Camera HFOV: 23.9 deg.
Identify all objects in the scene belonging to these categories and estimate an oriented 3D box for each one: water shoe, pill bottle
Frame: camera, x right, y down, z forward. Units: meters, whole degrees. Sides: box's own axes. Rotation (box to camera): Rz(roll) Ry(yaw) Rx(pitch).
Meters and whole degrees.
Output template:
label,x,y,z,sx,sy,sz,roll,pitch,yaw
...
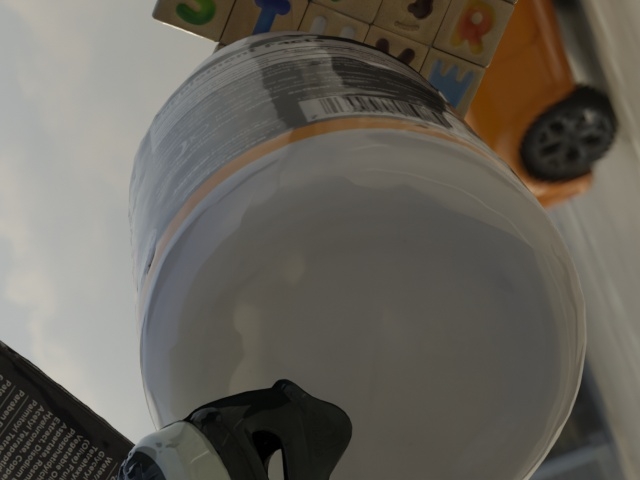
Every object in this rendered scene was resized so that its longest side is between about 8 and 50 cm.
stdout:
label,x,y,z,sx,sy,sz,roll,pitch,yaw
water shoe,0.003,0.144,0.483,0.073,0.080,0.203,12,123,59
pill bottle,0.000,0.000,0.647,0.278,0.162,0.162,-114,0,-70

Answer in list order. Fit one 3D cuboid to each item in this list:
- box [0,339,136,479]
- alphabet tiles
label,x,y,z,sx,sy,sz,roll,pitch,yaw
box,-0.215,0.214,1.061,0.312,0.179,0.343,41,161,-23
alphabet tiles,0.038,-0.234,1.195,0.285,0.343,0.011,18,-167,-24
